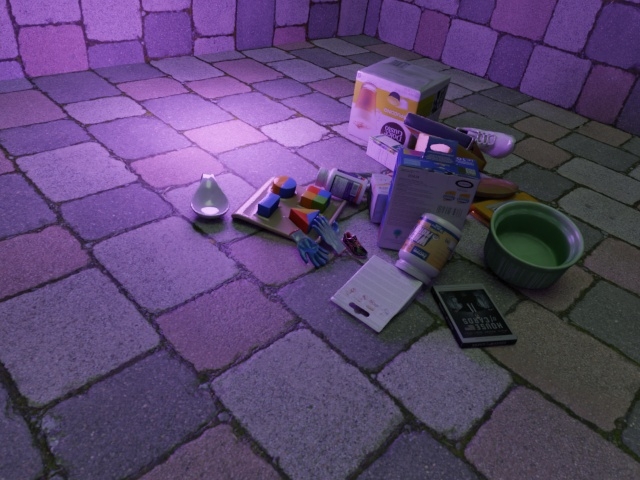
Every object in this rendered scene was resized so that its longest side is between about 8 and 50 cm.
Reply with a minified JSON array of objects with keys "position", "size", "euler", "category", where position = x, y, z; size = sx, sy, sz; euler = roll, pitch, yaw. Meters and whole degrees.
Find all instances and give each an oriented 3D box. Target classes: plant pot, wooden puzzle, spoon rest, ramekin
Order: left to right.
[{"position":[-0.410,-0.171,1.755],"size":[0.138,0.084,0.276],"euler":[-4,38,-16],"category":"spoon rest"},{"position":[-0.107,-0.135,1.771],"size":[0.348,0.080,0.322],"euler":[18,38,12],"category":"wooden puzzle"},{"position":[0.498,-0.302,1.971],"size":[0.212,0.187,0.212],"euler":[21,10,-37],"category":"plant pot"},{"position":[0.729,-0.226,2.061],"size":[0.237,0.032,0.236],"euler":[0,24,0],"category":"plant pot"},{"position":[0.714,0.021,1.634],"size":[0.304,0.148,0.303],"euler":[2,49,-2],"category":"ramekin"}]

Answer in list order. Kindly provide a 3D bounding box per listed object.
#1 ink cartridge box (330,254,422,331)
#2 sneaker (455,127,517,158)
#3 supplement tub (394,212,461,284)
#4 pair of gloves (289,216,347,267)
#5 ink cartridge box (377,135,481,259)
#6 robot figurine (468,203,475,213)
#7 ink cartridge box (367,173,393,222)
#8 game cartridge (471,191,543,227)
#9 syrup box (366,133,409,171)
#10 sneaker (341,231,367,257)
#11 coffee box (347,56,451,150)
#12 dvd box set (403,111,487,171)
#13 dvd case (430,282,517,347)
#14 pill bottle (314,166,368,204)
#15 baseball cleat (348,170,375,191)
[{"position":[0.172,0.167,1.469],"size":[0.189,0.066,0.232],"euler":[31,60,27],"category":"ink cartridge box"},{"position":[0.710,-0.432,2.082],"size":[0.129,0.110,0.297],"euler":[12,8,-39],"category":"sneaker"},{"position":[0.341,0.028,1.524],"size":[0.144,0.199,0.144],"euler":[31,-1,1],"category":"supplement tub"},{"position":[0.000,0.000,1.610],"size":[0.198,0.023,0.159],"euler":[-31,77,-32],"category":"pair of gloves"},{"position":[0.367,-0.147,1.621],"size":[0.270,0.395,0.151],"euler":[11,37,2],"category":"ink cartridge box"},{"position":[0.484,-0.135,1.852],"size":[0.220,0.157,0.128],"euler":[-4,16,-16],"category":"robot figurine"},{"position":[0.258,-0.159,1.830],"size":[0.128,0.127,0.176],"euler":[5,34,-6],"category":"ink cartridge box"},{"position":[0.810,-0.087,1.919],"size":[0.324,0.052,0.285],"euler":[-15,43,-26],"category":"game cartridge"},{"position":[0.328,-0.396,2.190],"size":[0.093,0.096,0.237],"euler":[-21,45,-34],"category":"syrup box"},{"position":[0.118,0.012,1.643],"size":[0.047,0.057,0.119],"euler":[-22,48,-37],"category":"sneaker"},{"position":[0.383,-0.667,2.361],"size":[0.338,0.334,0.338],"euler":[29,43,23],"category":"coffee box"},{"position":[0.567,-0.432,2.134],"size":[0.308,0.062,0.420],"euler":[30,8,25],"category":"dvd box set"},{"position":[0.462,0.223,1.457],"size":[0.180,0.029,0.238],"euler":[-1,37,-12],"category":"dvd case"},{"position":[0.081,-0.222,1.880],"size":[0.194,0.108,0.108],"euler":[21,38,1],"category":"pill bottle"},{"position":[0.159,-0.238,1.970],"size":[0.206,0.072,0.109],"euler":[-16,50,-24],"category":"baseball cleat"}]
